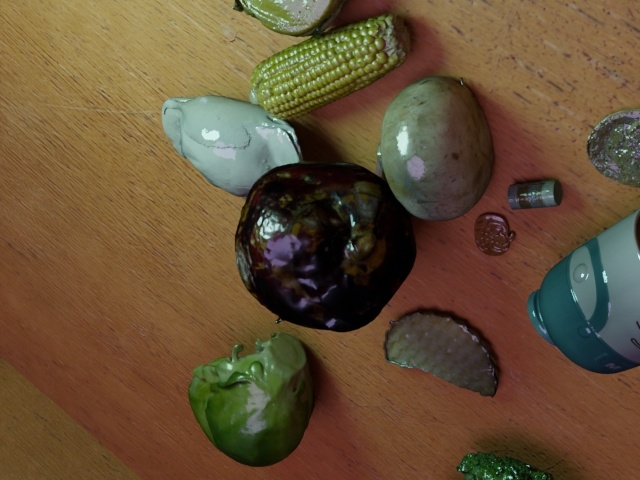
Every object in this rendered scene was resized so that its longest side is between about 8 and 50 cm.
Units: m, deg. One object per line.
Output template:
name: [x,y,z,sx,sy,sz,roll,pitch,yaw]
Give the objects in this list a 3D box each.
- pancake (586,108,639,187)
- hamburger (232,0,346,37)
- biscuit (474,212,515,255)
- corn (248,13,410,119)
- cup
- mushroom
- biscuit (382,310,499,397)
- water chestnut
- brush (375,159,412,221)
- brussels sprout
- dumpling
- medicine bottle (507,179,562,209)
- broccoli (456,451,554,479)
pancake: [0.494,-0.145,1.107,0.139,0.022,0.140,19,129,25]
hamburger: [-0.036,-0.445,1.194,0.215,0.122,0.190,21,110,18]
biscuit: [0.329,-0.010,1.325,0.078,0.015,0.091,6,123,33]
corn: [0.005,-0.309,1.270,0.346,0.130,0.130,-12,113,37]
cup: [0.527,0.100,1.142,0.289,0.219,0.257,22,140,-22]
mushroom: [0.179,-0.143,1.220,0.195,0.189,0.254,-4,116,34]
biscuit: [0.264,0.231,1.525,0.273,0.036,0.187,18,129,25]
water chestnut: [0.000,0.000,1.337,0.334,0.347,0.336,-3,106,-9]
brush: [0.133,-0.077,1.398,0.103,0.047,0.234,20,125,28]
brussels sprout: [-0.157,0.408,1.796,0.315,0.275,0.371,53,129,11]
dumpling: [-0.181,-0.173,1.471,0.340,0.181,0.260,1,135,10]
medicine bottle: [0.374,-0.079,1.223,0.083,0.047,0.047,-4,117,38]
broccoli: [0.404,0.647,1.536,0.310,0.321,0.413,35,164,-26]
